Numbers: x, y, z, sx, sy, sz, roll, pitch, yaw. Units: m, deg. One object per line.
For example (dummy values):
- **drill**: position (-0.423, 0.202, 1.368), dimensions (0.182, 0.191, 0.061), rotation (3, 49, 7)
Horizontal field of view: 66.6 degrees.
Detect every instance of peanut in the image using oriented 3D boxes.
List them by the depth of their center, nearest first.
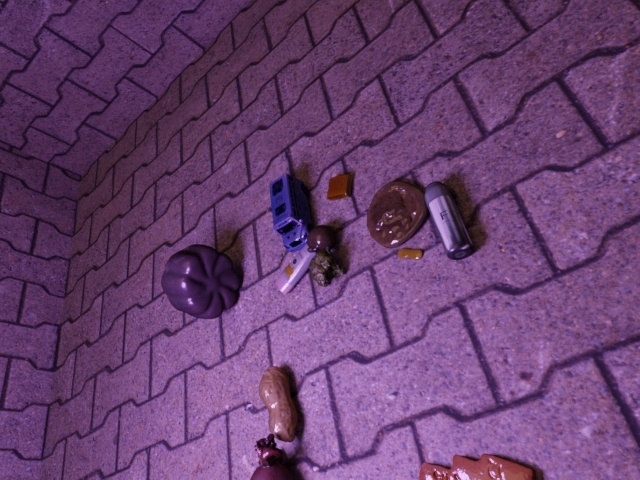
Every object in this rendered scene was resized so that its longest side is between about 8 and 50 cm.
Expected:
- **peanut**: position (-0.139, 0.535, 1.599), dimensions (0.101, 0.117, 0.263), rotation (-54, 44, 37)

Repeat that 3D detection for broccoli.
- **broccoli**: position (0.020, 0.094, 1.667), dimensions (0.120, 0.130, 0.131), rotation (13, 65, 4)

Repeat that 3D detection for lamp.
- **lamp**: position (-0.156, 0.731, 1.465), dimensions (0.151, 0.215, 0.223), rotation (-20, 55, -20)

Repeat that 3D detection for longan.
- **longan**: position (0.000, 0.000, 1.726), dimensions (0.106, 0.106, 0.119), rotation (12, 49, 45)

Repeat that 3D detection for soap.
- **soap**: position (0.278, 0.042, 1.516), dimensions (0.089, 0.012, 0.034), rotation (4, 73, 44)

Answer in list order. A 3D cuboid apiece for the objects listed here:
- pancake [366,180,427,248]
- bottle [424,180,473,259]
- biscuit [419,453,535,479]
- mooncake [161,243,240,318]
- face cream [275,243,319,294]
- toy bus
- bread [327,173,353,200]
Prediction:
- **pancake**: position (0.244, -0.094, 1.586), dimensions (0.242, 0.050, 0.242), rotation (-19, 60, 36)
- **bottle**: position (0.379, -0.064, 1.431), dimensions (0.096, 0.079, 0.254), rotation (-11, 56, -4)
- **biscuit**: position (0.368, 0.613, 1.134), dimensions (0.306, 0.043, 0.284), rotation (-46, 46, 17)
- **mooncake**: position (-0.466, 0.164, 1.944), dimensions (0.154, 0.306, 0.306), rotation (0, 71, 41)
- **face cream**: position (-0.088, 0.103, 1.794), dimensions (0.198, 0.057, 0.084), rotation (-50, 40, 12)
- **toy bus**: position (-0.115, -0.106, 1.866), dimensions (0.125, 0.133, 0.292), rotation (-30, 52, 29)
- **bread**: position (0.072, -0.197, 1.806), dimensions (0.094, 0.035, 0.090), rotation (-7, 67, 41)
